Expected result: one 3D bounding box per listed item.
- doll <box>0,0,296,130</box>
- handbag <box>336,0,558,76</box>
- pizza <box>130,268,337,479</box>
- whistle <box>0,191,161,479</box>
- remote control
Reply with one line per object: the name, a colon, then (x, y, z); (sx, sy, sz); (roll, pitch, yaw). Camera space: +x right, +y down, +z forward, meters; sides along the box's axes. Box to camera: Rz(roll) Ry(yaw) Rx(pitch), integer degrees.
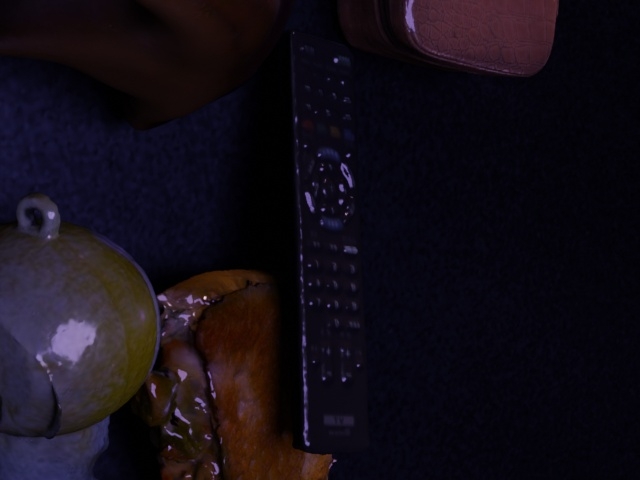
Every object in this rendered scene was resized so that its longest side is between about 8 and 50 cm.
doll: (-0.081, -0.231, 0.794); (0.318, 0.209, 0.339); (15, 88, -72)
handbag: (0.079, -0.200, 0.991); (0.151, 0.072, 0.193); (4, 96, -40)
pizza: (-0.050, 0.117, 0.940); (0.147, 0.069, 0.226); (-40, 126, -53)
whistle: (-0.137, 0.077, 0.837); (0.123, 0.123, 0.223); (-18, 122, -36)
remote control: (0.000, 0.000, 0.938); (0.063, 0.025, 0.245); (13, 72, -54)
